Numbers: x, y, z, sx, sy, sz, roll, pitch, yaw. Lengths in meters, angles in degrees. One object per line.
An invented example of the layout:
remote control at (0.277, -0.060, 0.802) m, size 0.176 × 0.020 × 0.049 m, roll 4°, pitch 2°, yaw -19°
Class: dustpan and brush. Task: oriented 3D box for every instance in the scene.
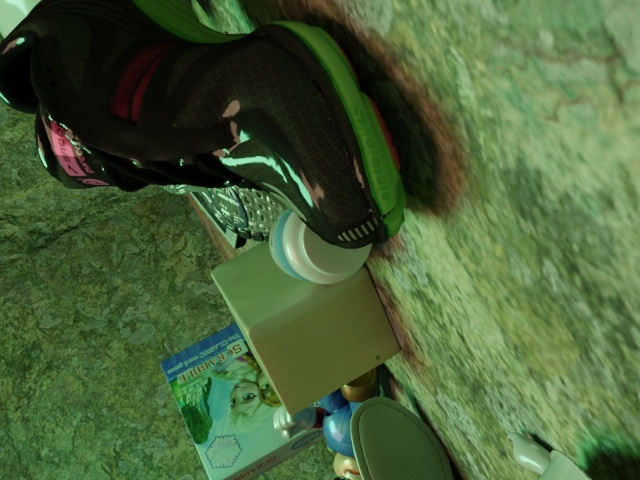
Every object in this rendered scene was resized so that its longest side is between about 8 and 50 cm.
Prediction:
dustpan and brush at (0.171, 0.177, 0.458) m, size 0.147 × 0.060 × 0.211 m, roll 52°, pitch 166°, yaw -15°

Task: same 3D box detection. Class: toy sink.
toy sink at (-0.027, 0.090, 0.887) m, size 0.131 × 0.152 × 0.234 m, roll 66°, pitch 168°, yaw -21°

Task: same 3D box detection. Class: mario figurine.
mario figurine at (0.049, 0.311, 1.032) m, size 0.198 × 0.170 × 0.321 m, roll 44°, pitch 157°, yaw 54°

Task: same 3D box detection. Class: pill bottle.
pill bottle at (0.000, 0.000, 0.710) m, size 0.087 × 0.087 × 0.160 m, roll 63°, pitch 170°, yaw -5°

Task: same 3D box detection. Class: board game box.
board game box at (-0.128, 0.301, 1.433) m, size 0.318 × 0.318 × 0.066 m, roll 52°, pitch 165°, yaw 40°

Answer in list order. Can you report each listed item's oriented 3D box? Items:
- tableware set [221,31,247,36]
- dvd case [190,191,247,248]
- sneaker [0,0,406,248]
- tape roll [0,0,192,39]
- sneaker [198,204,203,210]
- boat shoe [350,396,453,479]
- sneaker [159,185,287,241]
tableware set at (-0.102, -0.186, 0.861) m, size 0.128 × 0.039 × 0.194 m, roll 67°, pitch 169°, yaw -22°
dvd case at (-0.186, -0.127, 1.194) m, size 0.239 × 0.029 × 0.179 m, roll 48°, pitch 141°, yaw 29°
sneaker at (-0.125, -0.096, 0.606) m, size 0.482 × 0.202 × 0.185 m, roll 29°, pitch 153°, yaw 38°
tape roll at (-0.293, -0.329, 0.860) m, size 0.246 × 0.246 × 0.169 m, roll 58°, pitch 169°, yaw 22°
sneaker at (-0.229, -0.190, 1.337) m, size 0.300 × 0.111 × 0.121 m, roll 59°, pitch 158°, yaw -6°
boat shoe at (0.129, 0.335, 0.857) m, size 0.303 × 0.114 × 0.091 m, roll 60°, pitch 163°, yaw 18°
sneaker at (-0.125, -0.103, 1.003) m, size 0.297 × 0.129 × 0.111 m, roll 33°, pitch 141°, yaw 30°
